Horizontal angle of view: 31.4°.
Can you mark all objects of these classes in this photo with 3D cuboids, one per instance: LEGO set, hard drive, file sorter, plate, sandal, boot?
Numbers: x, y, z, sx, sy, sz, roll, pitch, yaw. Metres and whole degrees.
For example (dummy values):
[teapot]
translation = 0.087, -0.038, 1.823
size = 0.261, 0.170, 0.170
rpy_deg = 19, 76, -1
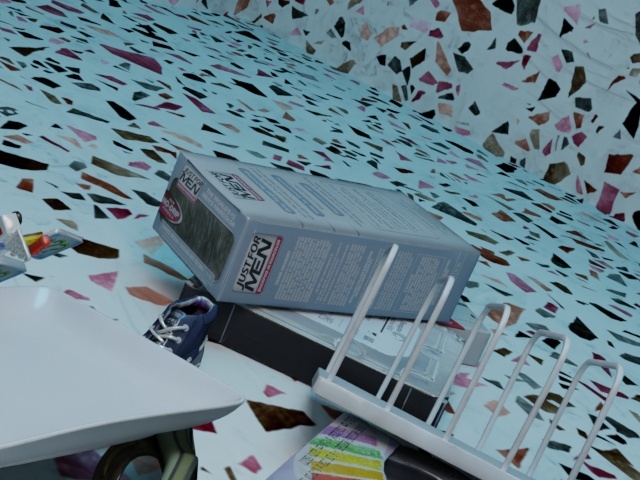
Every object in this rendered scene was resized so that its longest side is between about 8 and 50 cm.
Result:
[LEGO set]
translation = -0.322, 0.034, 1.015
size = 0.244, 0.182, 0.060
rpy_deg = 55, 12, -80
[hard drive]
translation = 0.009, 0.110, 1.424
size = 0.339, 0.064, 0.237
rpy_deg = 26, 18, 6
[file sorter]
translation = 0.152, 0.144, 1.200
size = 0.278, 0.173, 0.193
rpy_deg = 28, -3, 2
[plate]
translation = -0.246, 0.103, 0.885
size = 0.277, 0.045, 0.278
rpy_deg = 22, 15, 37
[sandal]
translation = -0.142, 0.206, 0.922
size = 0.086, 0.120, 0.303
rpy_deg = -1, 16, -7
[boot]
translation = -0.172, 0.111, 1.162
size = 0.069, 0.086, 0.190
rpy_deg = 27, 18, 13

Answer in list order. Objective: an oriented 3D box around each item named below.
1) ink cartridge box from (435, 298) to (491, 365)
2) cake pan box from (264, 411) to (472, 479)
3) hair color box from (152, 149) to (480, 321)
[ink cartridge box]
translation = 0.164, 0.113, 1.608
size = 0.099, 0.056, 0.135
rpy_deg = 13, 21, -25
[cake pan box]
translation = 0.072, 0.273, 1.026
size = 0.246, 0.070, 0.267
rpy_deg = 30, 19, 16
[hair color box]
translation = 0.000, 0.000, 1.440
size = 0.374, 0.113, 0.185
rpy_deg = 9, 22, -38
